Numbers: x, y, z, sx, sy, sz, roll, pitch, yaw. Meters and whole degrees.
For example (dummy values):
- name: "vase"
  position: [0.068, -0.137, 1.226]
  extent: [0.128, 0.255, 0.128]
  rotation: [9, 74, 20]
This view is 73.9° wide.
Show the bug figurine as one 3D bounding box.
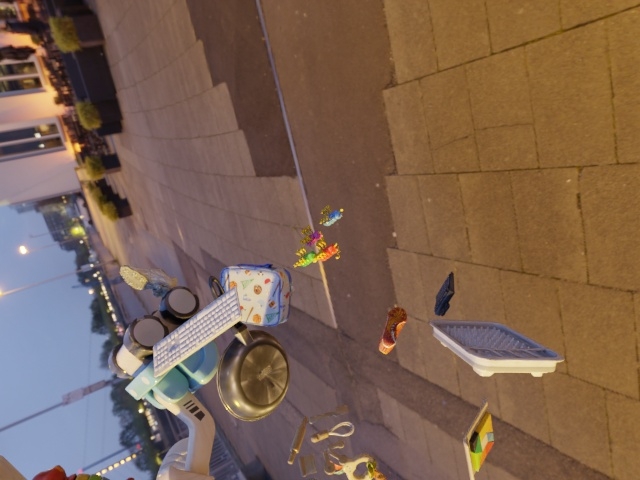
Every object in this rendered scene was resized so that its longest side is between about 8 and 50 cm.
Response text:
- name: "bug figurine"
  position: [0.000, 0.000, 1.608]
  extent: [0.072, 0.278, 0.216]
  rotation: [38, 128, -25]

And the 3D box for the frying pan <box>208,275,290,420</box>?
- name: "frying pan"
  position: [-0.147, 0.238, 0.967]
  extent: [0.053, 0.197, 0.325]
  rotation: [-15, 77, 44]

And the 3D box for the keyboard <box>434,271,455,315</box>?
- name: "keyboard"
  position: [0.398, 0.186, 1.375]
  extent: [0.180, 0.023, 0.108]
  rotation: [92, -174, -57]

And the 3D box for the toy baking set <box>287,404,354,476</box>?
- name: "toy baking set"
  position: [0.007, 0.664, 1.420]
  extent: [0.197, 0.256, 0.030]
  rotation: [4, 129, 14]

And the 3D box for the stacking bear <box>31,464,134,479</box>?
- name: "stacking bear"
  position: [-0.754, 0.794, 1.318]
  extent: [0.289, 0.164, 0.175]
  rotation: [27, 155, -14]

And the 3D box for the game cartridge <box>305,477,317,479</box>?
- name: "game cartridge"
  position: [-0.120, 0.778, 1.187]
  extent: [0.062, 0.298, 0.198]
  rotation: [68, 164, 1]

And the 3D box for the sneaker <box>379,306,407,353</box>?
- name: "sneaker"
  position: [0.223, 0.279, 1.348]
  extent: [0.064, 0.175, 0.067]
  rotation: [30, 137, 11]

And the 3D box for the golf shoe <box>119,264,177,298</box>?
- name: "golf shoe"
  position: [-0.539, 0.118, 1.344]
  extent: [0.069, 0.176, 0.086]
  rotation: [-51, 15, 33]

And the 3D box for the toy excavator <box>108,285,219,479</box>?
- name: "toy excavator"
  position: [-0.395, 0.419, 1.207]
  extent: [0.445, 0.433, 0.222]
  rotation: [43, 128, -4]

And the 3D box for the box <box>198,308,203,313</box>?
- name: "box"
  position: [-0.462, 0.321, 1.603]
  extent: [0.036, 0.225, 0.136]
  rotation: [54, -176, 20]

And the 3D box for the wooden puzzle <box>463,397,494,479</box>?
- name: "wooden puzzle"
  position: [0.616, 0.765, 1.632]
  extent: [0.044, 0.239, 0.220]
  rotation: [4, 122, 39]

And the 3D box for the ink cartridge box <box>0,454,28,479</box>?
- name: "ink cartridge box"
  position: [-0.453, 0.447, 0.443]
  extent: [0.207, 0.353, 0.119]
  rotation: [49, 150, -5]

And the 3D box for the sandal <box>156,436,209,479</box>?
- name: "sandal"
  position: [-0.466, 0.884, 1.413]
  extent: [0.102, 0.170, 0.415]
  rotation: [118, 152, -52]

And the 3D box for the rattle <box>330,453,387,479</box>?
- name: "rattle"
  position: [0.143, 0.930, 1.678]
  extent: [0.130, 0.200, 0.142]
  rotation: [-64, 24, 20]

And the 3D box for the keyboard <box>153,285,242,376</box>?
- name: "keyboard"
  position: [-0.252, 0.185, 0.851]
  extent: [0.256, 0.014, 0.072]
  rotation: [-36, 56, 20]

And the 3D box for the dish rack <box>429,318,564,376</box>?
- name: "dish rack"
  position: [0.512, 0.324, 1.288]
  extent: [0.333, 0.286, 0.072]
  rotation: [-141, 55, -76]

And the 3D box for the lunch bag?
- name: "lunch bag"
  position: [-0.251, 0.205, 1.679]
  extent: [0.304, 0.115, 0.242]
  rotation: [3, 92, 23]
